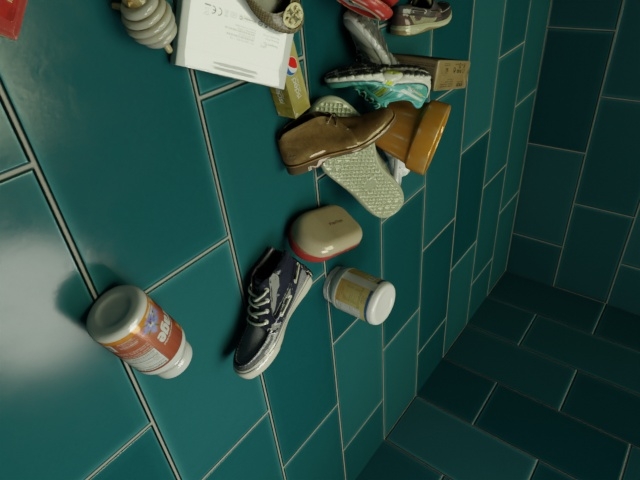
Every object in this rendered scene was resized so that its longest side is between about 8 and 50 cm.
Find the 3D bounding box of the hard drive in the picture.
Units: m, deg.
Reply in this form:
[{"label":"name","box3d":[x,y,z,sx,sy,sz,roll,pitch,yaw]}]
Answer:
[{"label":"hard drive","box3d":[-0.143,-0.486,0.905,0.233,0.047,0.352,1,108,-37]}]

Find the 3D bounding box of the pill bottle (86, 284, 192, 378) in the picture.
[{"label":"pill bottle","box3d":[-0.348,0.191,0.963,0.121,0.121,0.216,-54,144,-22]}]

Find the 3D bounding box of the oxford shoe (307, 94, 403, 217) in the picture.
[{"label":"oxford shoe","box3d":[0.094,-0.233,1.379,0.169,0.130,0.449,-36,132,10]}]

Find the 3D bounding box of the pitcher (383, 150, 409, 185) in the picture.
[{"label":"pitcher","box3d":[0.250,-0.290,1.542,0.207,0.126,0.177,79,18,-48]}]

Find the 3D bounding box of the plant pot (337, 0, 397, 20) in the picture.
[{"label":"plant pot","box3d":[0.124,-0.626,1.131,0.191,0.191,0.174,-2,123,-55]}]

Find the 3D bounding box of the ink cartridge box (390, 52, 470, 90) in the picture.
[{"label":"ink cartridge box","box3d":[0.316,-0.513,1.469,0.235,0.193,0.088,-23,126,-48]}]

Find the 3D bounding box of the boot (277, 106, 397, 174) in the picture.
[{"label":"boot","box3d":[0.041,-0.272,1.186,0.305,0.112,0.115,-24,120,-1]}]

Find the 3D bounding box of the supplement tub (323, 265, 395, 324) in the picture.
[{"label":"supplement tub","box3d":[0.123,0.171,1.558,0.144,0.200,0.144,-31,131,-43]}]

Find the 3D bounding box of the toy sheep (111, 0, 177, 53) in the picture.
[{"label":"toy sheep","box3d":[-0.279,-0.359,0.786,0.091,0.091,0.132,-62,155,-11]}]

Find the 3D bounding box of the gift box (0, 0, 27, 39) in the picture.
[{"label":"gift box","box3d":[-0.430,-0.336,0.447,0.276,0.258,0.255,18,91,-77]}]

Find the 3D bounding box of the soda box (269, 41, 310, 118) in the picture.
[{"label":"soda box","box3d":[-0.081,-0.371,1.094,0.058,0.061,0.181,-48,141,-28]}]

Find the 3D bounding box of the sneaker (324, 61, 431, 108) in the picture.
[{"label":"sneaker","box3d":[0.146,-0.392,1.247,0.107,0.275,0.110,-88,-177,-55]}]

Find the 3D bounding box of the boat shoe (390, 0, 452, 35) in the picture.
[{"label":"boat shoe","box3d":[0.310,-0.689,1.454,0.285,0.103,0.092,-34,138,-34]}]

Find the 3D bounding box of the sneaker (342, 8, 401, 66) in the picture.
[{"label":"sneaker","box3d":[0.132,-0.485,1.305,0.281,0.115,0.105,45,34,-36]}]

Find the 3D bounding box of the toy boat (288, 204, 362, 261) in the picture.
[{"label":"toy boat","box3d":[0.000,0.000,1.373,0.231,0.151,0.151,-21,153,-49]}]

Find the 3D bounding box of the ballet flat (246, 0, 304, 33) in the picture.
[{"label":"ballet flat","box3d":[-0.112,-0.470,0.864,0.250,0.058,0.084,39,84,-40]}]

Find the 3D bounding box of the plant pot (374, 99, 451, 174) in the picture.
[{"label":"plant pot","box3d":[0.242,-0.313,1.374,0.205,0.188,0.205,22,90,-78]}]

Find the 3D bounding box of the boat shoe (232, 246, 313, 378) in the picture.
[{"label":"boat shoe","box3d":[-0.153,0.175,1.253,0.158,0.127,0.340,54,55,-45]}]
